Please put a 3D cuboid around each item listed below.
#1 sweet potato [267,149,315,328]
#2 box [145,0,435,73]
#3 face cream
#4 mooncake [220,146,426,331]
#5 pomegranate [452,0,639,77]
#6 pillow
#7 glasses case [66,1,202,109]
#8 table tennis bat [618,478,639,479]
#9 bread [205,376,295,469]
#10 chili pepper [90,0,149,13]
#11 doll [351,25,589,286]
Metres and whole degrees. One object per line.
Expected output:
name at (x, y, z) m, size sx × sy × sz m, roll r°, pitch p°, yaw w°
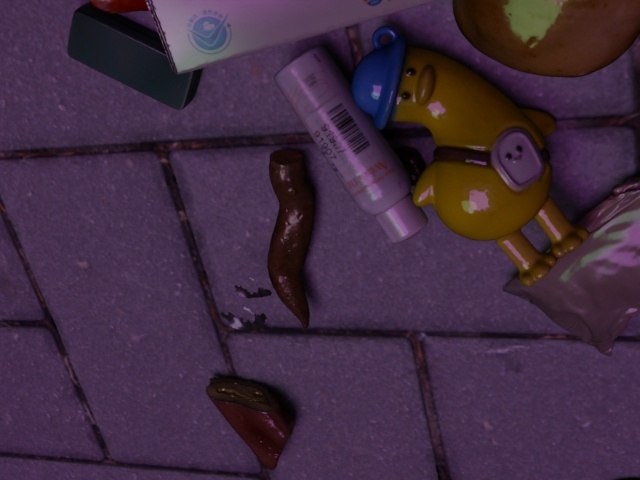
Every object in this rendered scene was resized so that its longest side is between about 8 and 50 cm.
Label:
sweet potato at (-0.043, 0.001, 1.401) m, size 0.067 × 0.059 × 0.281 m, roll 6°, pitch 125°, yaw 4°
box at (-0.038, -0.331, 1.113) m, size 0.343 × 0.065 × 0.200 m, roll -14°, pitch 119°, yaw 10°
face cream at (0.045, -0.118, 1.240) m, size 0.082 × 0.082 × 0.269 m, roll -33°, pitch 93°, yaw 35°
mooncake at (0.003, -0.002, 1.344) m, size 0.150 × 0.057 × 0.347 m, roll 31°, pitch 107°, yaw 4°
pomegranate at (0.244, -0.275, 1.009) m, size 0.233 × 0.233 × 0.233 m, roll 10°, pitch 125°, yaw 15°
pillow at (0.384, 0.039, 1.254) m, size 0.173 × 0.067 × 0.270 m, roll 40°, pitch 127°, yaw 0°
glasses case at (-0.253, -0.252, 1.328) m, size 0.184 × 0.039 × 0.078 m, roll 26°, pitch 128°, yaw 3°
table tennis bat at (0.530, 0.492, 1.522) m, size 0.200 × 0.038 × 0.310 m, roll -19°, pitch 110°, yaw 32°
bread at (-0.097, 0.298, 1.616) m, size 0.119 × 0.067 × 0.192 m, roll -19°, pitch 112°, yaw 39°
chili pepper at (-0.218, -0.324, 1.250) m, size 0.272 × 0.063 × 0.071 m, roll 4°, pitch 122°, yaw 5°
doll at (0.184, -0.119, 1.200) m, size 0.199 × 0.145 × 0.363 m, roll -39°, pitch 94°, yaw -4°
